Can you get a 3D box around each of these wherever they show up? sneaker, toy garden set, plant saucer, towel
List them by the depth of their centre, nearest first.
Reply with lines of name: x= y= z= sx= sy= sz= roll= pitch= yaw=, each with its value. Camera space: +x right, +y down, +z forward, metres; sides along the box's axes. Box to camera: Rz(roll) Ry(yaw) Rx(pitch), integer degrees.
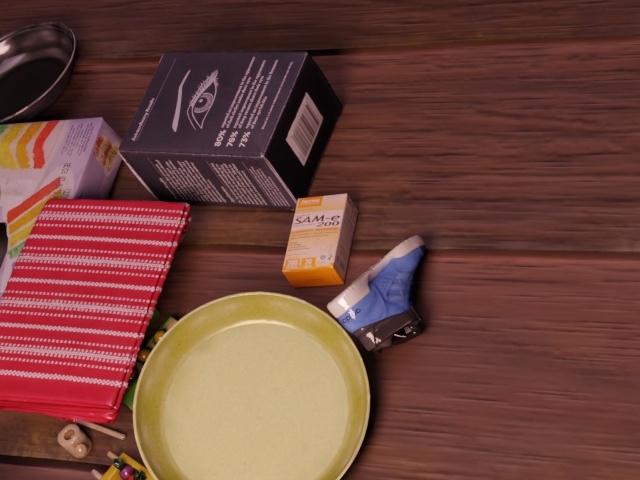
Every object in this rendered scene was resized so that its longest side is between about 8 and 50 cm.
plant saucer: x=-0.067 y=0.170 z=1.619 sx=0.241 sy=0.037 sz=0.241 roll=-3 pitch=66 yaw=8
sneaker: x=0.078 y=0.060 z=1.657 sx=0.058 sy=0.084 sz=0.152 roll=-40 pitch=-1 yaw=44
toy garden set: x=-0.199 y=0.174 z=1.717 sx=0.244 sy=0.049 sz=0.204 roll=29 pitch=72 yaw=40
towel: x=-0.266 y=0.071 z=1.771 sx=0.198 sy=0.031 sz=0.275 roll=3 pitch=56 yaw=23

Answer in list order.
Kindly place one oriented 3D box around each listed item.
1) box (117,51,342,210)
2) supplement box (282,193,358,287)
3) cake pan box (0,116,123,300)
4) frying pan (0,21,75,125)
box: x=-0.104 y=-0.129 z=1.857 sx=0.207 sy=0.108 sz=0.153 roll=5 pitch=59 yaw=31
supplement box: x=0.000 y=0.000 z=1.752 sx=0.062 sy=0.036 sz=0.098 roll=-6 pitch=53 yaw=24
cake pan box: x=-0.386 y=-0.022 z=1.956 sx=0.245 sy=0.070 sz=0.267 roll=-2 pitch=56 yaw=30
frying pan: x=-0.448 y=-0.222 z=2.149 sx=0.326 sy=0.053 sz=0.197 roll=14 pitch=58 yaw=42
